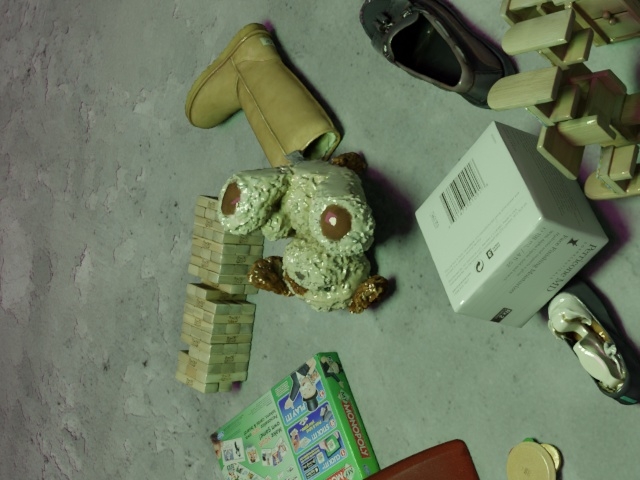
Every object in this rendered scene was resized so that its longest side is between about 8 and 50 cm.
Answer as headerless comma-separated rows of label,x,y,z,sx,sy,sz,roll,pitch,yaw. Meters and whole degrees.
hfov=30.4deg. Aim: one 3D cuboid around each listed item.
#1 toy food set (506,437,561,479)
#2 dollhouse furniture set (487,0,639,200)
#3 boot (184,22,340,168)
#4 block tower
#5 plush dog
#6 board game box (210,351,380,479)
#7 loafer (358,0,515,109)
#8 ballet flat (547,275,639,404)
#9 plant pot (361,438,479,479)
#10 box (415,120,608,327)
toy food set,0.276,0.301,1.540,0.083,0.020,0.083,9,96,48
dollhouse furniture set,0.290,-0.193,1.408,0.161,0.212,0.242,-7,57,46
boot,-0.105,-0.191,1.931,0.236,0.089,0.269,-52,54,34
block tower,-0.167,0.082,1.989,0.097,0.091,0.335,17,101,46
plush dog,0.000,0.000,1.762,0.262,0.211,0.225,12,117,31
board game box,-0.048,0.344,1.882,0.317,0.046,0.213,-41,61,39
loafer,0.144,-0.280,1.648,0.302,0.095,0.109,41,118,40
ballet flat,0.328,0.116,1.451,0.074,0.074,0.203,-53,52,33
plant pot,0.076,0.450,1.599,0.267,0.236,0.267,-40,60,39
box,0.237,-0.019,1.493,0.181,0.119,0.182,-52,39,33
